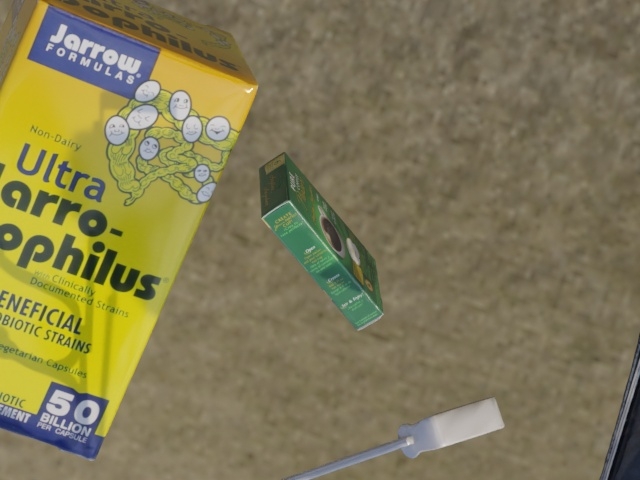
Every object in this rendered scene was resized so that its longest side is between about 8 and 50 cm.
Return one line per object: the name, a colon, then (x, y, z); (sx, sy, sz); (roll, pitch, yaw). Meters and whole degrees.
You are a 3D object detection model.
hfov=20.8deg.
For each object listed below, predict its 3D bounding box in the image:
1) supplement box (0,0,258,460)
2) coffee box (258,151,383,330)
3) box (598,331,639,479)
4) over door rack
supplement box: (-0.218, -0.030, 1.486); (0.194, 0.357, 0.195); (20, -165, -17)
coffee box: (0.000, 0.000, 1.914); (0.040, 0.113, 0.184); (-32, 120, 15)
box: (0.446, 0.319, 1.913); (0.297, 0.472, 0.480); (18, 176, 14)
over door rack: (0.010, 0.260, 1.160); (0.324, 0.240, 0.108); (-25, 171, 42)
